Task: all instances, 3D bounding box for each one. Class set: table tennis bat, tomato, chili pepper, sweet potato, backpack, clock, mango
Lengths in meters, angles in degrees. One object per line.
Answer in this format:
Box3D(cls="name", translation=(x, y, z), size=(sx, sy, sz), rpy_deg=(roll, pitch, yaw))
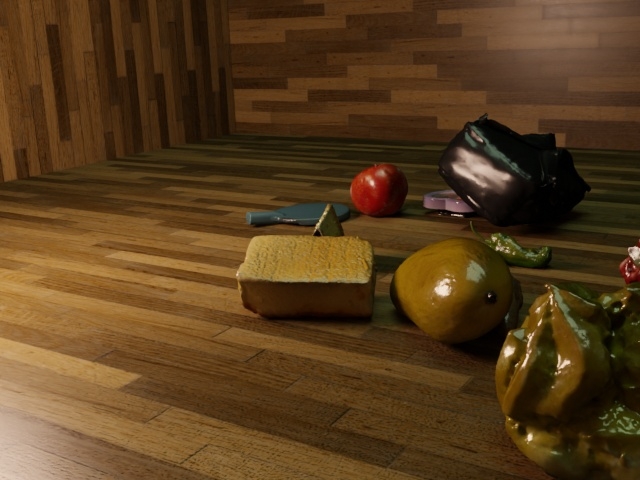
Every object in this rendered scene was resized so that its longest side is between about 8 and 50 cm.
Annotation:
Box3D(cls="table tennis bat", translation=(-0.066, -0.080, 2.362), size=(0.329, 0.044, 0.215), rpy_deg=(-7, 17, -24))
Box3D(cls="tomato", translation=(0.188, -0.152, 2.362), size=(0.187, 0.151, 0.187), rpy_deg=(-15, -25, -7))
Box3D(cls="chili pepper", translation=(0.454, 0.020, 1.866), size=(0.204, 0.073, 0.072), rpy_deg=(21, 7, 31))
Box3D(cls="sweet potato", translation=(0.338, 0.106, 1.536), size=(0.114, 0.092, 0.341), rpy_deg=(-29, 18, -3))
Box3D(cls="backpack", translation=(0.576, -0.193, 2.218), size=(0.446, 0.254, 0.363), rpy_deg=(-1, 41, -49))
Box3D(cls="clock", translation=(0.419, -0.111, 2.356), size=(0.198, 0.064, 0.172), rpy_deg=(10, 20, 38))
Box3D(cls="mango", translation=(0.239, 0.083, 1.438), size=(0.142, 0.195, 0.332), rpy_deg=(35, 1, -20))

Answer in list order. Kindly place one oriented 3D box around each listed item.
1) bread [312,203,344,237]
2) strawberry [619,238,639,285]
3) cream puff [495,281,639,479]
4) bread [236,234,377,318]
Box3D(cls="bread", translation=(0.000, 0.000, 1.872), size=(0.127, 0.152, 0.147), rpy_deg=(1, 25, 16))
Box3D(cls="strawberry", translation=(0.705, 0.093, 1.285), size=(0.345, 0.295, 0.318), rpy_deg=(30, -23, -28))
Box3D(cls="cream puff", translation=(0.398, 0.166, 1.004), size=(0.325, 0.257, 0.291), rpy_deg=(6, 21, 28))
Box3D(cls="bread", translation=(-0.024, 0.074, 1.597), size=(0.275, 0.114, 0.184), rpy_deg=(2, 31, 7))
